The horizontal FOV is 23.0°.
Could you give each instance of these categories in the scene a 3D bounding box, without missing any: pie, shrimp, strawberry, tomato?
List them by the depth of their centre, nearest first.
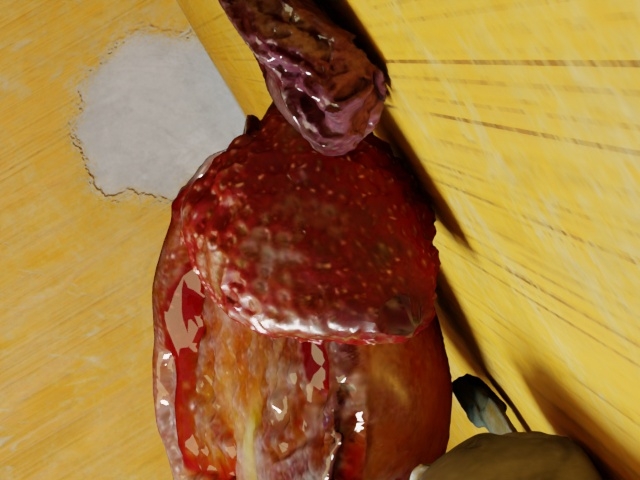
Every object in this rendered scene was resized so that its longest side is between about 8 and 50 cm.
[{"bbox_3d":[-0.039,-0.144,0.728,0.204,0.054,0.219,58,179,29],"label":"pie"},{"bbox_3d":[-0.004,-0.005,0.819,0.131,0.131,0.148,61,171,-23],"label":"strawberry"},{"bbox_3d":[0.131,0.162,1.074,0.150,0.051,0.217,66,173,-7],"label":"shrimp"},{"bbox_3d":[0.005,0.084,1.091,0.309,0.170,0.309,0,90,57],"label":"tomato"}]

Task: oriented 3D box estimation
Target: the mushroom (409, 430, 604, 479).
[{"bbox_3d":[0.104,0.157,0.708,0.351,0.109,0.097,-133,31,-80],"label":"mushroom"}]
